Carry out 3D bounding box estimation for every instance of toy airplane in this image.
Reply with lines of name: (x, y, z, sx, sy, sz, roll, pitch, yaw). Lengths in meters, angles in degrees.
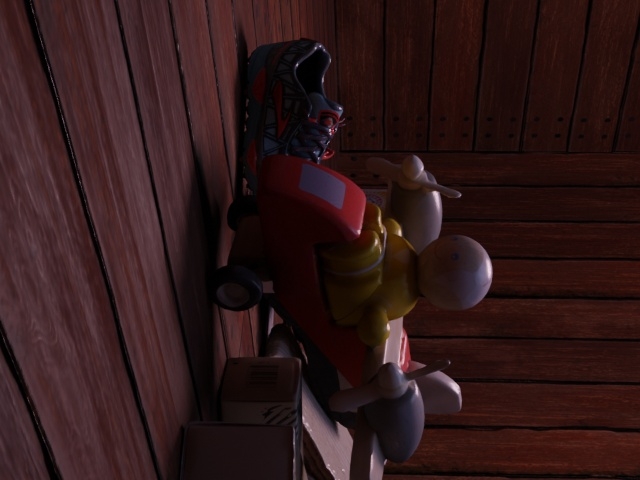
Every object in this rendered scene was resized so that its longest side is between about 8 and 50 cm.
toy airplane: (0.081, 0.083, 1.455, 0.384, 0.272, 0.386, -1, 74, -64)

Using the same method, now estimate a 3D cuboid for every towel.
towel: (-0.019, 0.280, 1.969, 0.282, 0.049, 0.187, 62, 13, -15)

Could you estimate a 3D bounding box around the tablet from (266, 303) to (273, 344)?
tablet: (-0.082, 0.139, 2.054, 0.054, 0.006, 0.083, 85, 7, -64)

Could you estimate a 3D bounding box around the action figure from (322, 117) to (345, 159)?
action figure: (-0.022, -0.181, 1.977, 0.280, 0.139, 0.091, -79, 168, -58)

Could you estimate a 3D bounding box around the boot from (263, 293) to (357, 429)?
boot: (0.020, 0.120, 2.028, 0.223, 0.118, 0.338, -78, 146, -68)

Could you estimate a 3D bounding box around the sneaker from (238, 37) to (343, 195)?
sneaker: (-0.033, -0.149, 1.651, 0.104, 0.125, 0.262, 17, 66, -55)

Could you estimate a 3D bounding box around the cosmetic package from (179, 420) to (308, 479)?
cosmetic package: (-0.074, 0.307, 1.325, 0.309, 0.113, 0.160, 85, 7, -68)

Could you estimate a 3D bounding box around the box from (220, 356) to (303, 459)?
box: (-0.068, 0.288, 1.553, 0.113, 0.094, 0.275, -85, 174, -65)

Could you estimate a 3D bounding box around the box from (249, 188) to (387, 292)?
box: (0.000, 0.000, 1.727, 0.114, 0.203, 0.103, -85, 175, -54)

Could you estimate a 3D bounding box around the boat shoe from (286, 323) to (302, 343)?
boat shoe: (-0.032, 0.102, 2.319, 0.073, 0.073, 0.207, -88, 177, -48)
